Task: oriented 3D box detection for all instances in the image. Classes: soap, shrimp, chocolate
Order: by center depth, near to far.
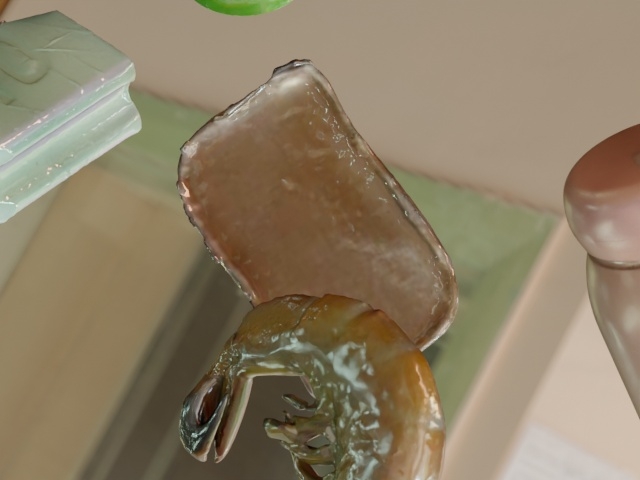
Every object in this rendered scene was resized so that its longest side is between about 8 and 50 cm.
[{"bbox_3d":[-0.011,0.105,0.659,0.124,0.178,0.034,17,-163,38],"label":"shrimp"},{"bbox_3d":[-0.001,-0.001,1.427,0.261,0.161,0.083,59,-179,10],"label":"chocolate"},{"bbox_3d":[-0.286,-0.099,1.517,0.145,0.230,0.091,32,143,30],"label":"soap"}]

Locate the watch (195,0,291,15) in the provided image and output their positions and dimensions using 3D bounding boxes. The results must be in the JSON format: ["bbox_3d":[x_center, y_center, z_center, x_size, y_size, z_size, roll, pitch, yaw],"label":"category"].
[{"bbox_3d":[-0.082,-0.285,1.642,0.165,0.152,0.131,17,152,12],"label":"watch"}]

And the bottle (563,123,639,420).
[{"bbox_3d":[0.314,0.048,1.415,0.297,0.173,0.206,64,165,-22],"label":"bottle"}]
